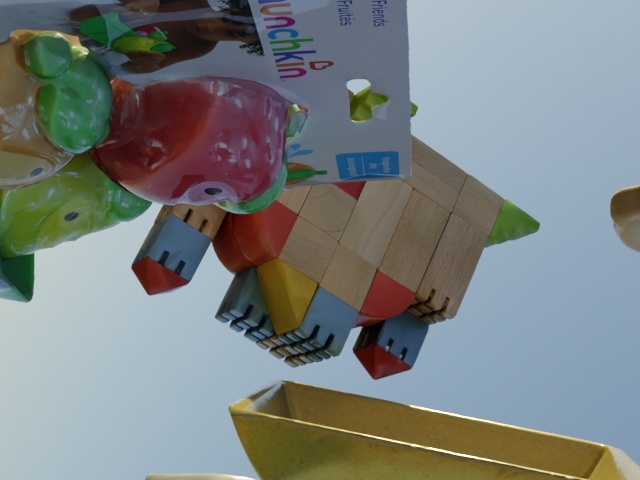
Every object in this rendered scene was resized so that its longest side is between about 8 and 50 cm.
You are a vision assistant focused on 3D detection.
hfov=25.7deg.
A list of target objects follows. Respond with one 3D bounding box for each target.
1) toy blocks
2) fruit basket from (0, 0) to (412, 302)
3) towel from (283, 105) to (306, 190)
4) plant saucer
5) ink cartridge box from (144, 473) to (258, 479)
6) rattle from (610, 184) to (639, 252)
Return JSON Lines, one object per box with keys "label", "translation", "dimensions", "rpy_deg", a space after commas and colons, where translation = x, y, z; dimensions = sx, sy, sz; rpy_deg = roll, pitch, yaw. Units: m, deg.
{"label": "toy blocks", "translation": [0.000, 0.000, 1.355], "dimensions": [0.190, 0.381, 0.261], "rpy_deg": [-24, -143, 60]}
{"label": "fruit basket", "translation": [-0.126, -0.055, 0.770], "dimensions": [0.327, 0.353, 0.165], "rpy_deg": [77, 14, -75]}
{"label": "towel", "translation": [-0.059, -0.150, 1.084], "dimensions": [0.029, 0.144, 0.197], "rpy_deg": [-40, 149, -72]}
{"label": "plant saucer", "translation": [0.099, 0.195, 1.171], "dimensions": [0.333, 0.332, 0.081], "rpy_deg": [23, 78, -85]}
{"label": "ink cartridge box", "translation": [-0.106, 0.401, 0.992], "dimensions": [0.308, 0.091, 0.385], "rpy_deg": [-90, -174, -46]}
{"label": "rattle", "translation": [0.292, -0.043, 1.042], "dimensions": [0.130, 0.199, 0.143], "rpy_deg": [-34, -125, 32]}
